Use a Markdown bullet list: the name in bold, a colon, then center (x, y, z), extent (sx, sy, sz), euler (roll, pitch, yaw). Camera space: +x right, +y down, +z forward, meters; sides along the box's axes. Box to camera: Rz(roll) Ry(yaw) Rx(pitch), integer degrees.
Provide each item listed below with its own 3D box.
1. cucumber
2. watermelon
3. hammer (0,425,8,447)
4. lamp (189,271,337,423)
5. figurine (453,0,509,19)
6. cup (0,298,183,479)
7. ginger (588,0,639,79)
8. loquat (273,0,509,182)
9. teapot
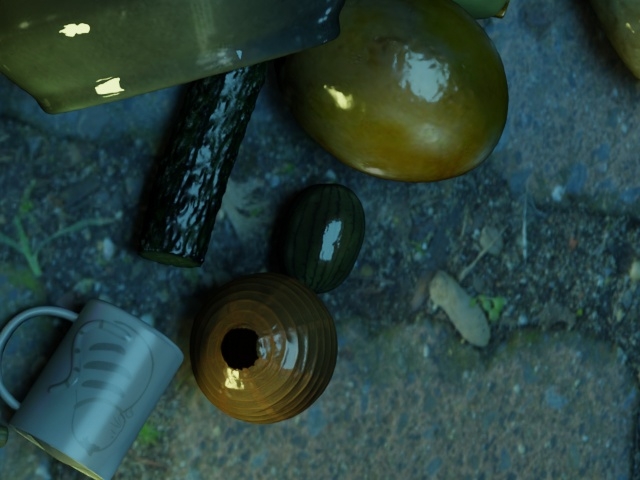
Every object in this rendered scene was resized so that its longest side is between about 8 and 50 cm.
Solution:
- **cucumber**: center (-0.090, -0.118, 1.520), extent (0.067, 0.067, 0.293), euler (25, 78, -35)
- **watermelon**: center (0.000, 0.000, 1.593), extent (0.078, 0.078, 0.110), euler (22, 85, -35)
- **hammer**: center (-0.346, 0.149, 1.406), extent (0.199, 0.013, 0.062), euler (17, 87, -35)
- **lamp**: center (-0.051, 0.096, 1.534), extent (0.136, 0.136, 0.136), euler (-6, 100, -35)
- **figurine**: center (0.158, -0.333, 1.614), extent (0.180, 0.154, 0.262), euler (24, 86, -24)
- **cup**: center (-0.201, 0.118, 1.452), extent (0.136, 0.099, 0.133), euler (41, 74, -33)
- **ginger**: center (0.361, -0.232, 1.783), extent (0.138, 0.152, 0.267), euler (-31, 122, 4)
- **loquat**: center (0.066, -0.147, 1.558), extent (0.227, 0.179, 0.179), euler (31, 79, -31)
- **teapot**: center (-0.127, -0.309, 1.355), extent (0.376, 0.305, 0.361), euler (-29, 108, -59)
